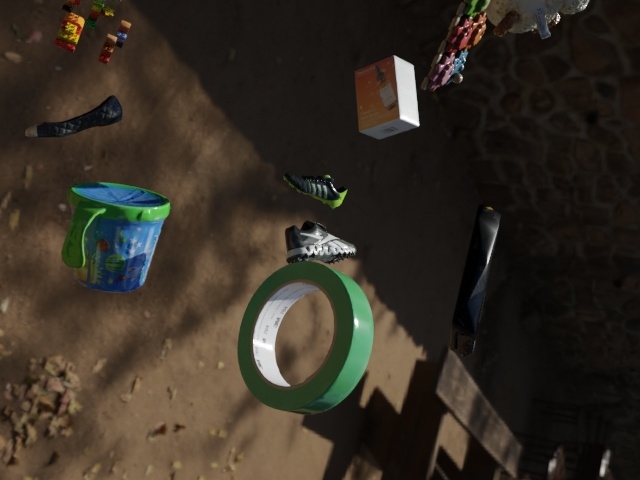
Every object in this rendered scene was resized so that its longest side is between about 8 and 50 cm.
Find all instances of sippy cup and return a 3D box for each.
[{"bbox_3d":[-0.489,-0.003,1.796,0.305,0.240,0.224,1,106,-39],"label":"sippy cup"}]

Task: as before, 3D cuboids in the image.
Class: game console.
[{"bbox_3d":[0.255,0.111,1.287,0.361,0.044,0.213,76,29,-61],"label":"game console"}]

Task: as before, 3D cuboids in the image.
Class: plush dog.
[{"bbox_3d":[0.470,-0.560,1.804,0.211,0.262,0.225,-58,180,6],"label":"plush dog"}]

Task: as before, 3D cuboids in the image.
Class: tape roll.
[{"bbox_3d":[-0.038,0.207,1.623,0.077,0.321,0.321,27,72,-47],"label":"tape roll"}]

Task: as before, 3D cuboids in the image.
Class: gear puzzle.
[{"bbox_3d":[0.314,-0.448,1.487,0.175,0.044,0.339,-33,154,-54],"label":"gear puzzle"}]

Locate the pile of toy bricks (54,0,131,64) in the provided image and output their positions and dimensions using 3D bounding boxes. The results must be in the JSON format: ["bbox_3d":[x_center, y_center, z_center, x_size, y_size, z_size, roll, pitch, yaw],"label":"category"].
[{"bbox_3d":[-0.359,-0.403,1.242,0.118,0.105,0.212,19,56,-21],"label":"pile of toy bricks"}]

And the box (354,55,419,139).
[{"bbox_3d":[0.169,-0.364,1.938,0.091,0.130,0.171,10,71,-49],"label":"box"}]

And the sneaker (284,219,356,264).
[{"bbox_3d":[0.000,0.000,1.839,0.234,0.078,0.106,0,69,-47],"label":"sneaker"}]

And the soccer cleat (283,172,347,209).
[{"bbox_3d":[-0.013,-0.141,1.906,0.179,0.060,0.072,24,107,-32],"label":"soccer cleat"}]

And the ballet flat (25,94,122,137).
[{"bbox_3d":[-0.441,-0.217,1.352,0.173,0.057,0.049,-18,113,-14],"label":"ballet flat"}]
